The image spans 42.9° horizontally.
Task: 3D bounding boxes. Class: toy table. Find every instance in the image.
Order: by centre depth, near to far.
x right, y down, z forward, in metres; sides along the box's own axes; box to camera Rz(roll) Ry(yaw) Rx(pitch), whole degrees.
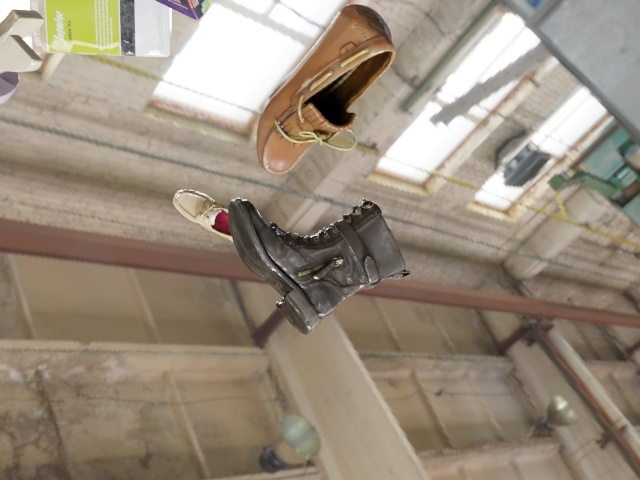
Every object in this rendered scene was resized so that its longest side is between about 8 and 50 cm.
[{"bbox_3d":[-0.627,-0.350,1.463,0.252,0.161,0.274,42,-155,-4],"label":"toy table"}]

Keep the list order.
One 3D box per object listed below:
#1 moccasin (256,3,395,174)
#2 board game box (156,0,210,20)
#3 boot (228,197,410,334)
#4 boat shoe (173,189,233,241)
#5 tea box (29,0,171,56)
[{"bbox_3d":[0.007,-0.244,1.484,0.139,0.380,0.146,3,-128,-46],"label":"moccasin"},{"bbox_3d":[-0.328,-0.558,1.732,0.170,0.048,0.141,30,159,25],"label":"board game box"},{"bbox_3d":[0.000,0.000,1.307,0.229,0.091,0.262,-36,-83,-23],"label":"boot"},{"bbox_3d":[-0.215,-0.051,1.638,0.170,0.063,0.059,29,174,-15],"label":"boat shoe"},{"bbox_3d":[-0.534,-0.598,2.026,0.324,0.219,0.329,1,-157,-9],"label":"tea box"}]
